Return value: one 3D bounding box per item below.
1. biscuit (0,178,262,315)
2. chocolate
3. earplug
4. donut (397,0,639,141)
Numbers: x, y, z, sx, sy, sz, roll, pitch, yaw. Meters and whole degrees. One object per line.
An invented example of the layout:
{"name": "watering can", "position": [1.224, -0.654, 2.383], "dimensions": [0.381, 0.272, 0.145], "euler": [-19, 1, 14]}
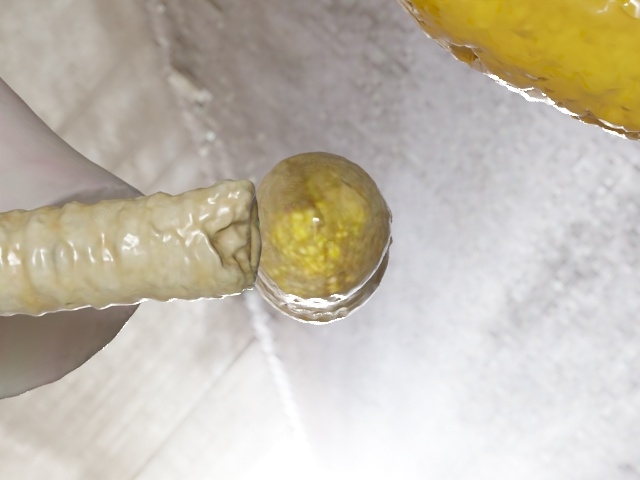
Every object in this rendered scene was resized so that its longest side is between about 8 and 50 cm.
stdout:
{"name": "biscuit", "position": [-0.138, 0.008, 0.894], "dimensions": [0.055, 0.219, 0.061], "euler": [-87, -8, -68]}
{"name": "chocolate", "position": [0.000, 0.000, 1.561], "dimensions": [0.134, 0.134, 0.309], "euler": [40, 171, 5]}
{"name": "earplug", "position": [-0.254, -0.059, 1.176], "dimensions": [0.301, 0.172, 0.172], "euler": [47, 175, 29]}
{"name": "donut", "position": [0.134, -0.228, 0.753], "dimensions": [0.377, 0.163, 0.435], "euler": [20, 137, 1]}
